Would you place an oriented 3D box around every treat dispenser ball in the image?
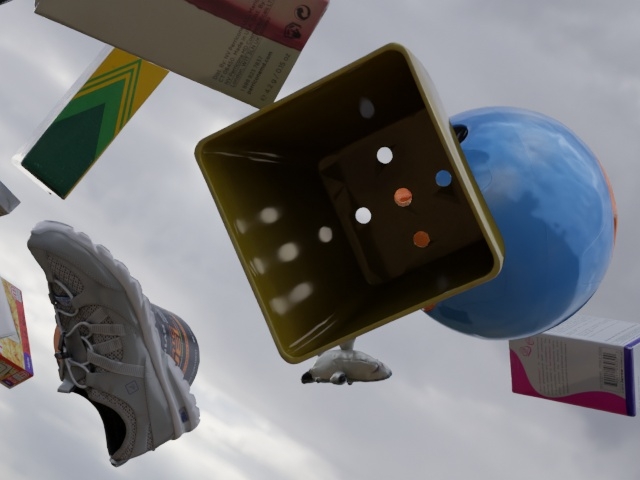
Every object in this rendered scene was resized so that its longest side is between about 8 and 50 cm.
[{"bbox_3d":[0.219,-0.021,1.708,0.288,0.288,0.288,28,-21,12],"label":"treat dispenser ball"}]

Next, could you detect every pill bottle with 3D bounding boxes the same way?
[{"bbox_3d":[-0.236,0.130,1.657,0.130,0.130,0.245,27,-4,14],"label":"pill bottle"}]

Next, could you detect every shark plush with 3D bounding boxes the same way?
[{"bbox_3d":[0.023,0.187,1.895,0.067,0.073,0.161,27,-40,-29],"label":"shark plush"}]

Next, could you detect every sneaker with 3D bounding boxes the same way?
[{"bbox_3d":[-0.229,0.109,1.431,0.105,0.115,0.281,0,-58,58],"label":"sneaker"}]

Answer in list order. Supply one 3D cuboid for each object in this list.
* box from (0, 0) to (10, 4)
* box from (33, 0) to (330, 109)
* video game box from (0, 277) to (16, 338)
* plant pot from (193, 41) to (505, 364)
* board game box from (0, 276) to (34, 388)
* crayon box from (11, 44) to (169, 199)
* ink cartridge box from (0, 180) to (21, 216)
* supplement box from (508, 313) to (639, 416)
[{"bbox_3d":[-0.364,-0.508,1.986,0.079,0.322,0.257,33,-43,26],"label":"box"},{"bbox_3d":[-0.125,-0.239,1.254,0.232,0.127,0.149,22,27,-20],"label":"box"},{"bbox_3d":[-0.378,0.015,1.268,0.187,0.048,0.205,-20,-96,36],"label":"video game box"},{"bbox_3d":[0.048,-0.036,1.254,0.212,0.212,0.187,66,20,3],"label":"plant pot"},{"bbox_3d":[-0.458,0.091,1.817,0.193,0.045,0.147,45,22,-51],"label":"board game box"},{"bbox_3d":[-0.298,-0.209,1.955,0.083,0.323,0.203,41,-8,-15],"label":"crayon box"},{"bbox_3d":[-0.492,-0.062,2.108,0.048,0.028,0.083,49,-26,-18],"label":"ink cartridge box"},{"bbox_3d":[0.407,0.184,2.125,0.220,0.114,0.111,7,-71,41],"label":"supplement box"}]
